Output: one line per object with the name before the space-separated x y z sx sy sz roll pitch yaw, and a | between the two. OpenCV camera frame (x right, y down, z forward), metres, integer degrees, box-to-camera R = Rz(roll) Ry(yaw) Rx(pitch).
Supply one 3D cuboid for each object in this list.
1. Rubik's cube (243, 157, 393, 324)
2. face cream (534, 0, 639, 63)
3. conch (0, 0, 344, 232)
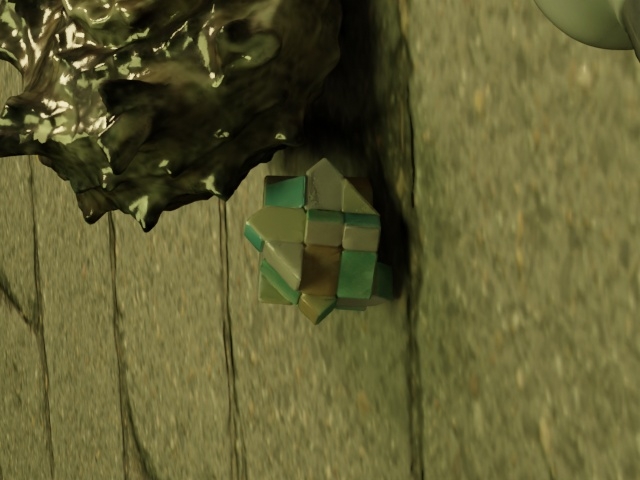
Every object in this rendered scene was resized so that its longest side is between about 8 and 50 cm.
Rubik's cube | -0.002 0.002 0.991 0.073 0.075 0.084 -94 -8 -63
face cream | 0.104 -0.147 0.663 0.144 0.071 0.291 113 145 -54
conch | -0.084 -0.133 1.059 0.241 0.186 0.313 -57 13 17
